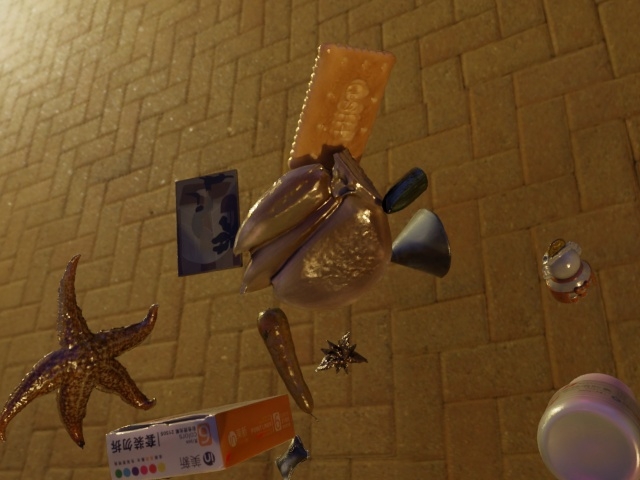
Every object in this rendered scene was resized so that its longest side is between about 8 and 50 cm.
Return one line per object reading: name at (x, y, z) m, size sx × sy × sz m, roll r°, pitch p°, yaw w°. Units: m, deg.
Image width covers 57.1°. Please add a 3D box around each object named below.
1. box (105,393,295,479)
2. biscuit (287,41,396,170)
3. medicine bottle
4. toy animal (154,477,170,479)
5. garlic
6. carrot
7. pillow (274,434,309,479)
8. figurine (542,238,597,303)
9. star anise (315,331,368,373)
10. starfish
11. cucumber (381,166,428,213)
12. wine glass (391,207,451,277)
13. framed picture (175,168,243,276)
box at (-0.196, 0.338, 1.020) m, size 0.221 × 0.274 × 0.091 m, roll -17°, pitch 76°, yaw 21°
biscuit at (0.038, -0.232, 1.078) m, size 0.030 × 0.160 × 0.249 m, roll 55°, pitch 136°, yaw 44°
medicine bottle at (0.695, 0.474, 1.491) m, size 0.241 × 0.302 × 0.241 m, roll 3°, pitch 97°, yaw 30°
toy animal at (-0.365, 0.553, 1.521) m, size 0.233 × 0.148 × 0.084 m, roll -11°, pitch 22°, yaw 8°
garlic at (-0.001, 0.000, 1.115) m, size 0.325 × 0.279 × 0.132 m, roll -48°, pitch 9°, yaw 14°
carrot at (-0.074, 0.303, 1.416) m, size 0.078 × 0.078 × 0.298 m, roll -25°, pitch 85°, yaw 18°
pillow at (-0.092, 0.705, 1.904) m, size 0.091 × 0.055 × 0.135 m, roll 39°, pitch 105°, yaw 19°
figurine at (0.720, 0.092, 1.717) m, size 0.143 × 0.271 × 0.143 m, roll -13°, pitch 56°, yaw 21°
star anise at (0.041, 0.298, 1.486) m, size 0.129 × 0.124 × 0.056 m, roll -28°, pitch 26°, yaw 4°
starfish at (-0.279, 0.138, 0.693) m, size 0.057 × 0.213 × 0.238 m, roll 12°, pitch 114°, yaw 42°
cucumber at (0.143, -0.083, 1.035) m, size 0.048 × 0.048 × 0.105 m, roll 24°, pitch 52°, yaw 38°
wine glass at (0.221, 0.064, 2.076) m, size 0.406 × 0.267 × 0.267 m, roll -17°, pitch 51°, yaw -14°
framed picture at (-0.222, -0.035, 1.159) m, size 0.136 × 0.010 × 0.200 m, roll -9°, pitch 73°, yaw 13°
